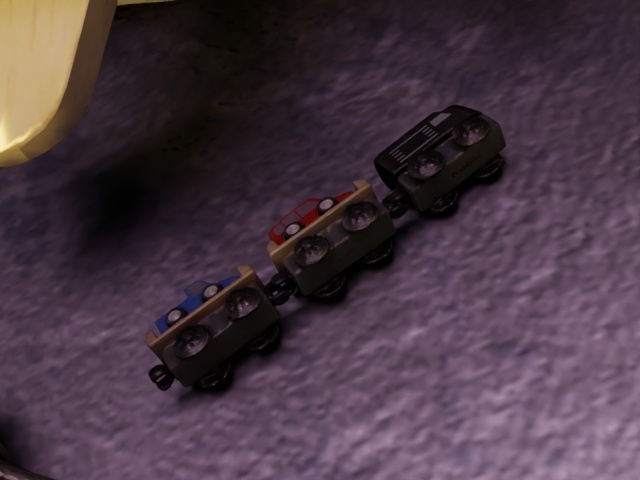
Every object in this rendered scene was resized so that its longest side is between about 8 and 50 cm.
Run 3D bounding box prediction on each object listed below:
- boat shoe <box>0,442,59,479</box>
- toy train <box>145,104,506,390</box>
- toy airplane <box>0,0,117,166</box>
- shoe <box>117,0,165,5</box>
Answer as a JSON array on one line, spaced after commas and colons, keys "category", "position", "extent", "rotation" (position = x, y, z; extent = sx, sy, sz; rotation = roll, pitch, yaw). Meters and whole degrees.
[{"category": "boat shoe", "position": [-0.155, 0.068, 0.346], "extent": [0.223, 0.080, 0.073], "rotation": [3, 59, 31]}, {"category": "toy train", "position": [0.000, 0.000, 0.370], "extent": [0.158, 0.027, 0.036], "rotation": [-37, 44, -9]}, {"category": "toy airplane", "position": [-0.102, -0.278, 0.370], "extent": [0.384, 0.272, 0.386], "rotation": [-40, 66, 23]}, {"category": "shoe", "position": [-0.112, -0.166, 0.531], "extent": [0.177, 0.063, 0.081], "rotation": [-15, 53, 17]}]
